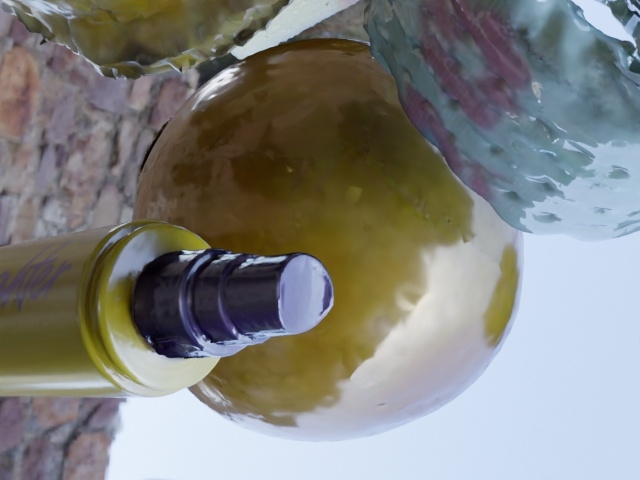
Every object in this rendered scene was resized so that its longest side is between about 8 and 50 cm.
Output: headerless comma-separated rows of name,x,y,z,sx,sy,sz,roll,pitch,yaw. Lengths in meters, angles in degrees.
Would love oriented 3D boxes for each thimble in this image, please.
thimble,0.126,-0.107,0.462,0.149,0.211,0.185,127,-20,-69

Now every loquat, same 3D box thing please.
loquat,0.000,0.000,0.629,0.263,0.263,0.263,-24,-120,51

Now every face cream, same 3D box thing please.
face cream,-0.103,0.034,0.451,0.273,0.078,0.078,-8,-107,43

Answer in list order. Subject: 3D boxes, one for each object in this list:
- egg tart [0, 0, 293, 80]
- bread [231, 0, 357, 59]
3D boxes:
egg tart,-0.100,-0.191,0.324,0.290,0.115,0.290,16,-63,34
bread,-0.025,-0.299,0.859,0.240,0.135,0.178,-30,-106,3
